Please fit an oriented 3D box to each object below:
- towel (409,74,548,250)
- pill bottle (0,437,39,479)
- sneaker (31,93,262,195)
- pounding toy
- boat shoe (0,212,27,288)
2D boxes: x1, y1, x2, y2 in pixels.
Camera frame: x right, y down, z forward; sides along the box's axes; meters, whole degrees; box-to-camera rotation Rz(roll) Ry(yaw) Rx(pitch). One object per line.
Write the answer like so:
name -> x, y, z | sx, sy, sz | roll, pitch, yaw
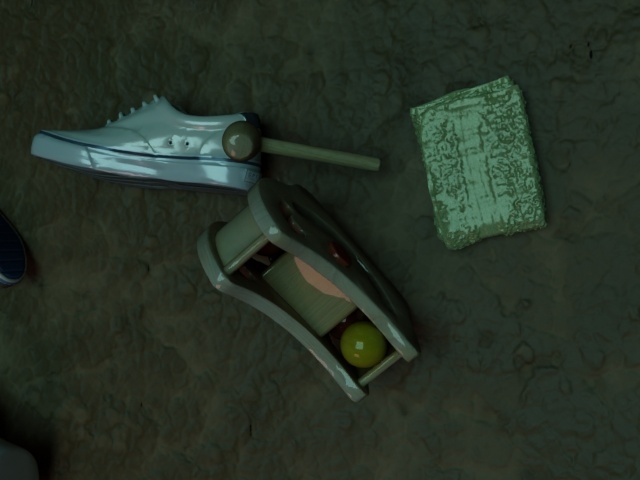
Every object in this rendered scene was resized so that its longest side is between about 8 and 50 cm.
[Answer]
towel -> 0.150, -0.072, 0.792 | 0.110, 0.027, 0.148 | -14, 84, 19
pill bottle -> -0.485, 0.250, 0.951 | 0.318, 0.176, 0.176 | 13, 94, 21
sneaker -> -0.179, -0.105, 0.892 | 0.258, 0.094, 0.091 | 7, 83, 12
pounding toy -> 0.000, 0.000, 0.755 | 0.155, 0.154, 0.269 | -41, 94, 16
boat shoe -> -0.406, -0.007, 0.987 | 0.066, 0.066, 0.183 | -46, 65, 19
